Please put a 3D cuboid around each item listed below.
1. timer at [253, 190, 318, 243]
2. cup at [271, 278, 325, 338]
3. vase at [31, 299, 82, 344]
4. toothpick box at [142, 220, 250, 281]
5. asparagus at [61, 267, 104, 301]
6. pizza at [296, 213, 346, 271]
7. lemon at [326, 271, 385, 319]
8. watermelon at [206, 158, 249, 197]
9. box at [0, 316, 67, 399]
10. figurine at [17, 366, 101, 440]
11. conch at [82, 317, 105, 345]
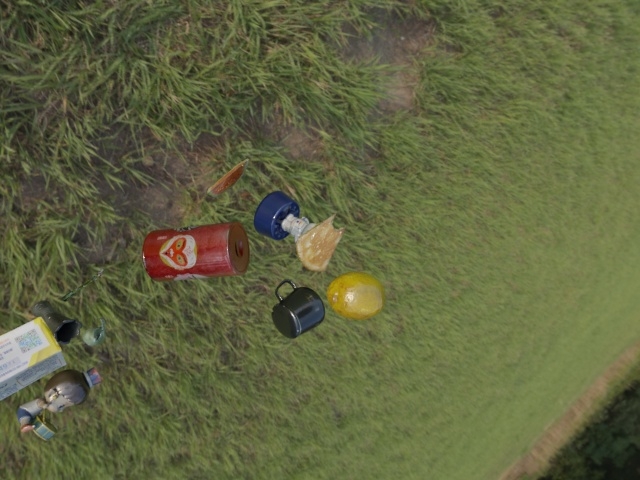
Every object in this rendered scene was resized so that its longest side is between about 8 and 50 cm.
[{"bbox_3d":[-0.140,-0.075,2.254,0.270,0.383,0.270,-43,151,-32],"label":"timer"},{"bbox_3d":[-0.102,0.259,1.609,0.176,0.223,0.169,-30,168,-41],"label":"cup"},{"bbox_3d":[-1.128,0.335,1.767,0.115,0.237,0.115,-39,142,-40],"label":"vase"},{"bbox_3d":[-0.455,0.043,1.550,0.333,0.204,0.204,-5,141,13],"label":"toothpick box"},{"bbox_3d":[-0.901,0.171,1.585,0.233,0.023,0.022,-33,178,13],"label":"asparagus"},{"bbox_3d":[0.000,0.000,1.759,0.181,0.034,0.262,34,88,-20],"label":"pizza"},{"bbox_3d":[0.121,0.186,1.399,0.207,0.170,0.170,9,117,-37],"label":"lemon"},{"bbox_3d":[-0.408,-0.272,1.851,0.245,0.119,0.063,-41,98,-11],"label":"watermelon"},{"bbox_3d":[-0.722,0.293,0.916,0.265,0.097,0.168,-31,172,-34],"label":"box"},{"bbox_3d":[-0.931,0.568,1.502,0.275,0.158,0.161,-47,180,-24],"label":"figurine"},{"bbox_3d":[-0.745,0.312,1.396,0.065,0.180,0.088,47,61,-17],"label":"conch"}]
